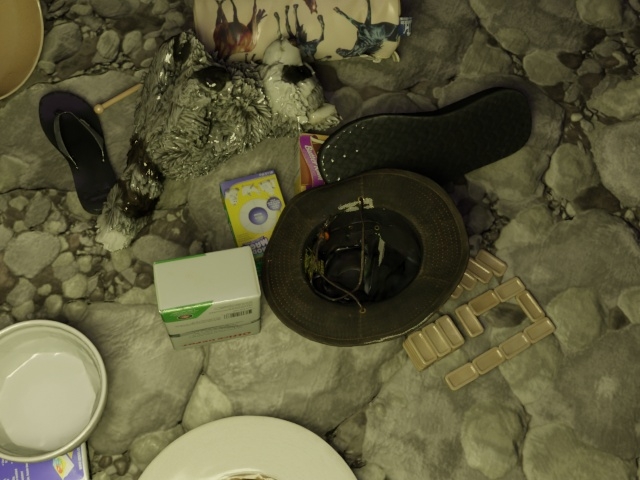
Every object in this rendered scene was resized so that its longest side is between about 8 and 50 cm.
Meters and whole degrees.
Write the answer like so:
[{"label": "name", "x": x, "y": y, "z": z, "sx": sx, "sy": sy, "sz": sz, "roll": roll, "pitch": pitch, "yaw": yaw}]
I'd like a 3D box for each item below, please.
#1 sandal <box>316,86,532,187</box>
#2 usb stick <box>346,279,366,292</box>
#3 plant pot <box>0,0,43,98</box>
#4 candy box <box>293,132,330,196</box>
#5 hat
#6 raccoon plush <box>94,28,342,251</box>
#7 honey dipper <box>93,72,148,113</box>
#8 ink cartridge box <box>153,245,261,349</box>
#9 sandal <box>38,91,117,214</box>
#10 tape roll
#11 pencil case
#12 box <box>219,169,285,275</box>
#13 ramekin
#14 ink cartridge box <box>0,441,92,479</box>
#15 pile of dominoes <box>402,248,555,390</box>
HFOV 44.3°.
[{"label": "sandal", "x": 0.184, "y": -0.169, "z": 1.427, "sx": 0.446, "sy": 0.107, "sz": 0.167, "roll": -17, "pitch": 109, "yaw": -25}, {"label": "usb stick", "x": 0.116, "y": 0.056, "z": 1.369, "sx": 0.278, "sy": 0.045, "sz": 0.077, "roll": -29, "pitch": 47, "yaw": -15}, {"label": "plant pot", "x": -0.663, "y": -0.384, "z": 1.375, "sx": 0.191, "sy": 0.284, "sz": 0.284, "roll": 8, "pitch": 65, "yaw": 35}, {"label": "candy box", "x": 0.011, "y": -0.098, "z": 1.407, "sx": 0.109, "sy": 0.053, "sz": 0.186, "roll": 5, "pitch": 67, "yaw": -14}, {"label": "hat", "x": 0.078, "y": 0.046, "z": 1.271, "sx": 0.331, "sy": 0.134, "sz": 0.331, "roll": -7, "pitch": 60, "yaw": 13}, {"label": "raccoon plush", "x": -0.179, "y": -0.164, "z": 1.382, "sx": 0.299, "sy": 0.446, "sz": 0.216, "roll": 17, "pitch": 32, "yaw": -37}, {"label": "honey dipper", "x": -0.349, "y": -0.279, "z": 1.458, "sx": 0.161, "sy": 0.030, "sz": 0.030, "roll": -35, "pitch": 77, "yaw": -22}, {"label": "ink cartridge box", "x": -0.175, "y": 0.096, "z": 1.249, "sx": 0.153, "sy": 0.208, "sz": 0.087, "roll": -10, "pitch": 68, "yaw": -10}, {"label": "sandal", "x": -0.425, "y": -0.168, "z": 1.404, "sx": 0.097, "sy": 0.054, "sz": 0.254, "roll": -27, "pitch": 74, "yaw": -14}, {"label": "tape roll", "x": -0.110, "y": 0.464, "z": 1.193, "sx": 0.392, "sy": 0.072, "sz": 0.392, "roll": 1, "pitch": 69, "yaw": -4}, {"label": "pencil case", "x": -0.044, "y": -0.397, "z": 1.467, "sx": 0.410, "sy": 0.160, "sz": 0.183, "roll": -11, "pitch": 96, "yaw": -9}, {"label": "box", "x": -0.107, "y": -0.028, "z": 1.389, "sx": 0.105, "sy": 0.043, "sz": 0.179, "roll": -16, "pitch": 74, "yaw": -10}, {"label": "ramekin", "x": -0.419, "y": 0.231, "z": 1.183, "sx": 0.207, "sy": 0.109, "sz": 0.207, "roll": 2, "pitch": 68, "yaw": -6}, {"label": "ink cartridge box", "x": -0.476, "y": 0.297, "z": 1.233, "sx": 0.208, "sy": 0.045, "sz": 0.206, "roll": -9, "pitch": 71, "yaw": -10}, {"label": "pile of dominoes", "x": 0.256, "y": 0.136, "z": 1.376, "sx": 0.251, "sy": 0.040, "sz": 0.196, "roll": -25, "pitch": 71, "yaw": -22}]
